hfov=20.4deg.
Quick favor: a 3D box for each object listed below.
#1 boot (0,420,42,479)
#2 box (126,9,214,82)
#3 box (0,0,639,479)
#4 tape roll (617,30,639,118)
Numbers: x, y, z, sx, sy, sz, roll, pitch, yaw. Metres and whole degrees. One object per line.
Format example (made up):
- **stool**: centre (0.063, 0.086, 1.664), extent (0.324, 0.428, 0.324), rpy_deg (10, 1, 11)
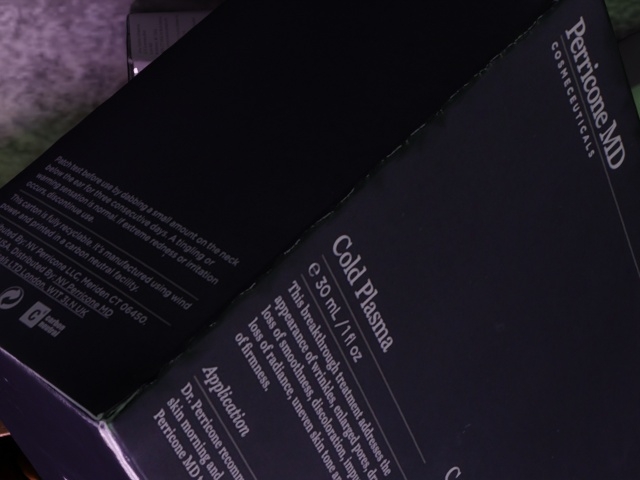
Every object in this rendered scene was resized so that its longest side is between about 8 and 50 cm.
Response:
- **boot**: centre (-0.232, 0.096, 1.051), extent (0.283, 0.220, 0.109), rpy_deg (-24, 130, 13)
- **box**: centre (0.000, 0.000, 1.109), extent (0.232, 0.058, 0.322), rpy_deg (-2, 130, -6)
- **box**: centre (0.020, 0.062, 0.917), extent (0.312, 0.179, 0.343), rpy_deg (-42, 132, -19)
- **tape roll**: centre (0.238, -0.025, 1.076), extent (0.219, 0.072, 0.219), rpy_deg (1, 121, 2)
